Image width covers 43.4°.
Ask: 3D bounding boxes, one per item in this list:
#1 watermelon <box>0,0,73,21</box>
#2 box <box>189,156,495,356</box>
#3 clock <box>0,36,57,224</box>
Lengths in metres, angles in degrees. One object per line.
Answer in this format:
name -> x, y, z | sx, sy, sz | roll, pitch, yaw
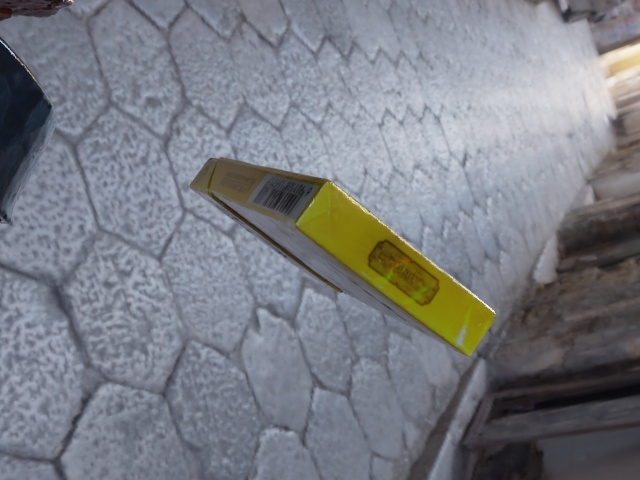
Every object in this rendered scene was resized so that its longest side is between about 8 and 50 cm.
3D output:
watermelon -> -0.377, -0.371, 0.845 | 0.293, 0.283, 0.250 | -8, 77, -24
box -> 0.000, 0.000, 0.600 | 0.152, 0.043, 0.269 | 39, -6, -23
clock -> -0.325, -0.140, 0.437 | 0.076, 0.386, 0.386 | -60, 139, -13
